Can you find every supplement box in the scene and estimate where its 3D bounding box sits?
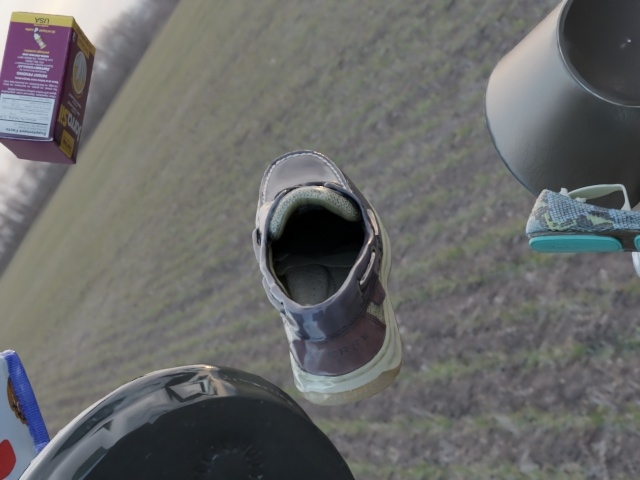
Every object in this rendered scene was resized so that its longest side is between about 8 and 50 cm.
[{"bbox_3d":[-0.176,-0.097,0.756,0.055,0.043,0.083,70,-153,-78],"label":"supplement box"}]

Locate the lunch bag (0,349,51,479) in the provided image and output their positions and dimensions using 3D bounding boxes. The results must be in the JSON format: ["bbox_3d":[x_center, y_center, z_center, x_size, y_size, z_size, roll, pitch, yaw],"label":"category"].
[{"bbox_3d":[-0.444,0.287,1.005,0.385,0.239,0.328,-32,-14,34],"label":"lunch bag"}]

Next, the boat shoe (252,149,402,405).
[{"bbox_3d":[0.000,0.000,0.876,0.285,0.102,0.092,-98,-4,-56],"label":"boat shoe"}]

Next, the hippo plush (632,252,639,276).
[{"bbox_3d":[0.528,-0.002,1.466,0.294,0.234,0.237,35,97,54],"label":"hippo plush"}]

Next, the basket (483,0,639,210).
[{"bbox_3d":[0.256,-0.143,1.097,0.154,0.204,0.227,-34,-12,-10],"label":"basket"}]

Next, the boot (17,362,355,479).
[{"bbox_3d":[-0.121,0.162,0.461,0.260,0.131,0.348,38,119,51],"label":"boot"}]

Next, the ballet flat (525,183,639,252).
[{"bbox_3d":[0.272,-0.018,1.021,0.070,0.188,0.070,6,-90,-70],"label":"ballet flat"}]
